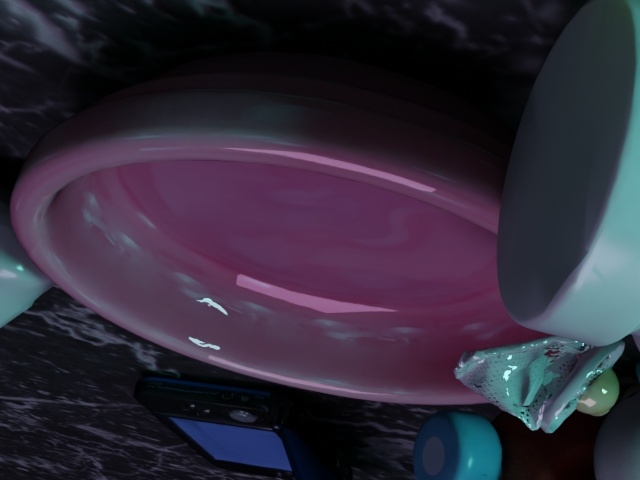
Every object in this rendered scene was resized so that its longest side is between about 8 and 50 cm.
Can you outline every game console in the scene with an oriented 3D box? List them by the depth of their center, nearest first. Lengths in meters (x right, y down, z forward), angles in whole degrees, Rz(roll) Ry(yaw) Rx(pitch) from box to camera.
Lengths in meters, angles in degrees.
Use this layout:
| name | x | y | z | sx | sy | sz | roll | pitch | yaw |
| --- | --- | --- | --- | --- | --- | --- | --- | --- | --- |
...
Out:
| name | x | y | z | sx | sy | sz | roll | pitch | yaw |
| --- | --- | --- | --- | --- | --- | --- | --- | --- | --- |
| game console | -0.054 | 0.278 | 1.111 | 0.250 | 0.173 | 0.293 | 4 | 154 | 17 |

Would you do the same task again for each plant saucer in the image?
| name | x | y | z | sx | sy | sz | roll | pitch | yaw |
| --- | --- | --- | --- | --- | --- | --- | --- | --- | --- |
| plant saucer | 0.000 | 0.000 | 0.595 | 0.332 | 0.084 | 0.332 | 10 | 155 | 5 |

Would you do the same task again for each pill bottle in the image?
| name | x | y | z | sx | sy | sz | roll | pitch | yaw |
| --- | --- | --- | --- | --- | --- | --- | --- | --- | --- |
| pill bottle | 0.211 | 0.001 | 0.401 | 0.264 | 0.153 | 0.153 | 14 | 156 | -8 |

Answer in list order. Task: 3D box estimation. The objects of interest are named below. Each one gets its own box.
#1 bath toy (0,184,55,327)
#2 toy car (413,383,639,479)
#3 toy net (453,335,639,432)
| name | x | y | z | sx | sy | sz | roll | pitch | yaw |
| --- | --- | --- | --- | --- | --- | --- | --- | --- | --- |
| bath toy | -0.322 | -0.031 | 0.632 | 0.348 | 0.129 | 0.151 | 31 | -176 | -33 |
| toy car | 0.231 | 0.161 | 0.773 | 0.219 | 0.210 | 0.238 | 11 | 130 | -28 |
| toy net | 0.178 | 0.079 | 0.550 | 0.232 | 0.045 | 0.122 | 8 | 149 | -30 |
